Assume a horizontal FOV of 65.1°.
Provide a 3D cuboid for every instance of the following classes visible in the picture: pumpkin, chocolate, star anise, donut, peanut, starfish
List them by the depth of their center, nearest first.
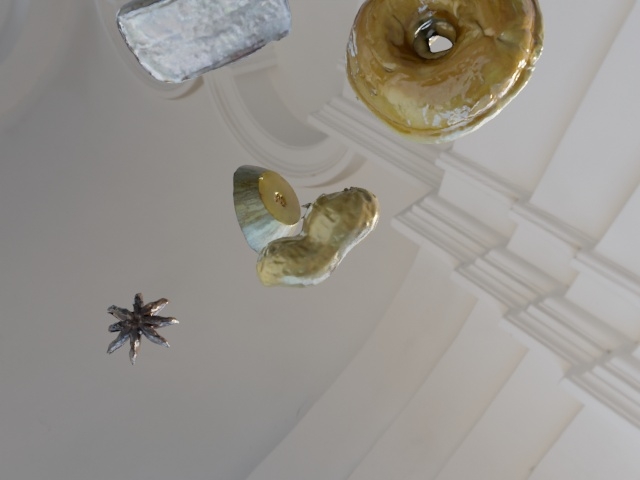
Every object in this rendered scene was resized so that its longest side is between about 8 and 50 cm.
[{"bbox_3d":[0.000,0.000,0.798,0.229,0.098,0.103,-43,-105,-7],"label":"peanut"},{"bbox_3d":[-0.325,0.149,0.904,0.140,0.042,0.141,4,-123,-6],"label":"star anise"},{"bbox_3d":[-0.212,-0.420,0.935,0.302,0.185,0.101,-21,-123,3],"label":"chocolate"},{"bbox_3d":[0.258,-0.435,1.119,0.448,0.449,0.198,35,-172,26],"label":"donut"},{"bbox_3d":[-0.109,-0.079,1.145,0.109,0.218,0.217,-12,-147,28],"label":"pumpkin"},{"bbox_3d":[-0.018,-0.080,1.217,0.016,0.092,0.086,29,-169,-43],"label":"starfish"}]
